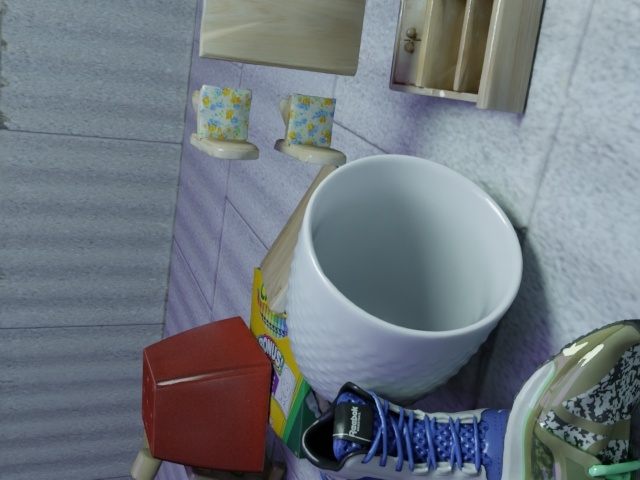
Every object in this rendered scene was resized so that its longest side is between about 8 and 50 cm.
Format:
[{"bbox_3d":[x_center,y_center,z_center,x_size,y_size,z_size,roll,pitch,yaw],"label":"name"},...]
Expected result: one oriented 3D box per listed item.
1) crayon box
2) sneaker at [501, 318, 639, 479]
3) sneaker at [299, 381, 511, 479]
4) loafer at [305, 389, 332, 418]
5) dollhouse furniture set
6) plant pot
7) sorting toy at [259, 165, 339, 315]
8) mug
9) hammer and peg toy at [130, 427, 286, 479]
[{"bbox_3d":[-0.058,0.241,1.481,0.363,0.106,0.313,-162,74,-66],"label":"crayon box"},{"bbox_3d":[0.273,0.277,0.682,0.182,0.158,0.411,35,116,51],"label":"sneaker"},{"bbox_3d":[0.105,0.255,0.837,0.315,0.182,0.128,-10,54,26],"label":"sneaker"},{"bbox_3d":[0.052,0.274,1.110,0.095,0.109,0.302,-51,14,-6],"label":"loafer"},{"bbox_3d":[0.047,-0.278,0.910,0.256,0.393,0.362,-147,61,-62],"label":"dollhouse furniture set"},{"bbox_3d":[-0.267,0.344,1.535,0.267,0.235,0.268,-141,54,-62],"label":"plant pot"},{"bbox_3d":[0.000,0.000,1.285,0.257,0.089,0.255,-57,17,9],"label":"sorting toy"},{"bbox_3d":[0.096,0.055,0.991,0.328,0.276,0.374,106,179,-52],"label":"mug"},{"bbox_3d":[-0.277,0.508,1.676,0.127,0.361,0.266,-63,28,7],"label":"hammer and peg toy"}]
